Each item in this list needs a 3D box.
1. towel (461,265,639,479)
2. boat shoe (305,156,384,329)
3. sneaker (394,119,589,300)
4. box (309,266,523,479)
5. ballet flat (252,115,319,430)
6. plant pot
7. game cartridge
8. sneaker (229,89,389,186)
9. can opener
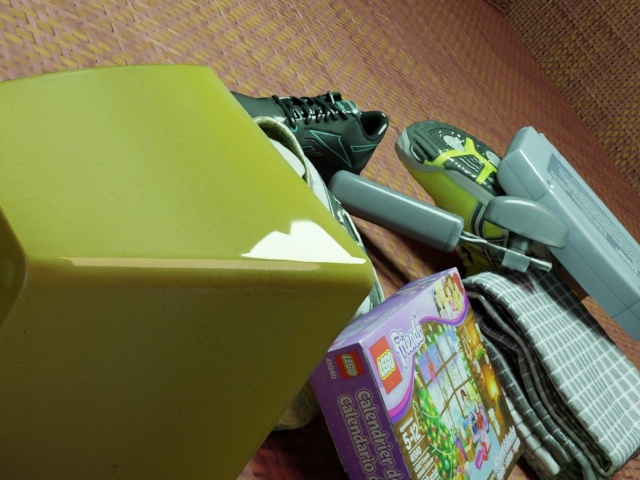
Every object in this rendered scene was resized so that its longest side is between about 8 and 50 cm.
[{"bbox_3d":[0.274,0.157,1.205,0.283,0.121,0.235,53,25,14],"label":"towel"},{"bbox_3d":[0.000,0.000,1.051,0.070,0.078,0.219,10,50,-54],"label":"boat shoe"},{"bbox_3d":[0.230,-0.011,1.364,0.385,0.147,0.145,37,27,-25],"label":"sneaker"},{"bbox_3d":[0.095,0.151,0.902,0.293,0.057,0.200,-25,95,-66],"label":"box"},{"bbox_3d":[-0.045,0.005,0.901,0.123,0.123,0.348,33,27,-31],"label":"ballet flat"},{"bbox_3d":[-0.137,0.024,0.587,0.187,0.212,0.212,5,38,-47],"label":"plant pot"},{"bbox_3d":[0.338,-0.010,1.302,0.294,0.060,0.196,49,21,-2],"label":"game cartridge"},{"bbox_3d":[-0.022,-0.140,1.193,0.267,0.106,0.101,11,43,-52],"label":"sneaker"},{"bbox_3d":[0.149,-0.035,1.200,0.284,0.095,0.076,22,2,-1],"label":"can opener"}]
